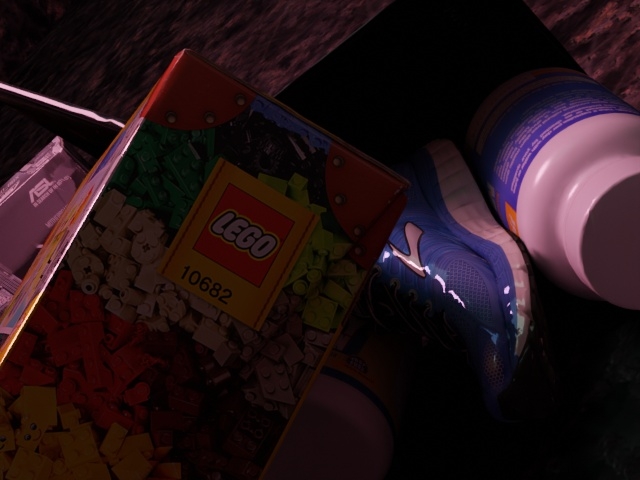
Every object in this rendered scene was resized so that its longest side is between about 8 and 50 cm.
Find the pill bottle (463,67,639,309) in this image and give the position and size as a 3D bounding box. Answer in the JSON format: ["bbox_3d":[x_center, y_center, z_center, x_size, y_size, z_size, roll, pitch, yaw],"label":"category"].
[{"bbox_3d":[0.219,-0.040,1.436,0.152,0.152,0.272,-41,20,5],"label":"pill bottle"}]

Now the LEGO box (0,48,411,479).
[{"bbox_3d":[-0.162,0.109,1.388,0.372,0.193,0.500,-62,9,-16],"label":"LEGO box"}]

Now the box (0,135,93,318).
[{"bbox_3d":[-0.344,0.061,2.163,0.307,0.242,0.076,-41,20,4],"label":"box"}]

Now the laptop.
[{"bbox_3d":[-0.006,-0.124,1.622,0.408,0.382,0.236,19,82,32],"label":"laptop"}]

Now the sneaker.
[{"bbox_3d":[0.093,0.047,1.437,0.147,0.129,0.330,-22,34,-3],"label":"sneaker"}]

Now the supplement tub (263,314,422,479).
[{"bbox_3d":[0.009,0.116,1.529,0.144,0.144,0.199,-30,24,32],"label":"supplement tub"}]
